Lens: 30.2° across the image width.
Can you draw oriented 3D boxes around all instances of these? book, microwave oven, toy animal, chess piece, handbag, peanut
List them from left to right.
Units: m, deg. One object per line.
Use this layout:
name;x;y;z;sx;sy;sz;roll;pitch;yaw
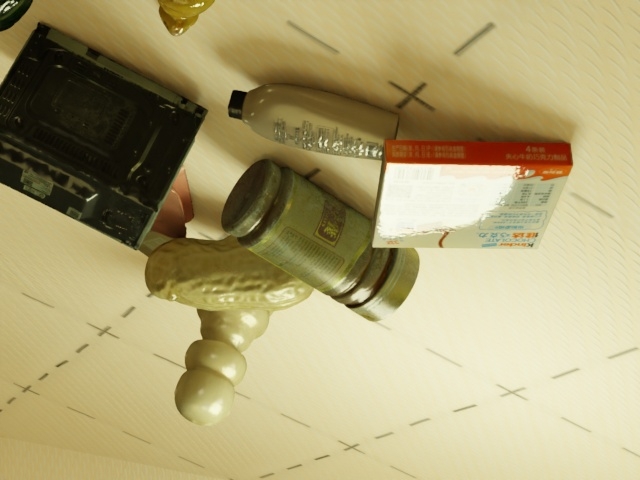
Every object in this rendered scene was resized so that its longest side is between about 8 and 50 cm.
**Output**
microwave oven;-0.356;-0.161;1.838;0.295;0.237;0.181;27;150;-8
handbag;-0.315;-0.082;2.141;0.157;0.059;0.212;14;153;7
book;-0.306;0.014;2.357;0.138;0.016;0.198;-11;141;42
toy animal;-0.189;-0.319;1.633;0.083;0.070;0.159;21;157;-9
chess piece;-0.200;0.224;2.373;0.167;0.300;0.167;13;151;7
peanut;-0.166;0.057;2.183;0.313;0.152;0.152;-1;152;-2

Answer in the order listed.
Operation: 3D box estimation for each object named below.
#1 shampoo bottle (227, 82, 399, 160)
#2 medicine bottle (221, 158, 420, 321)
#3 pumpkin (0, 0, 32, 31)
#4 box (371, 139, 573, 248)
shampoo bottle;-0.014;-0.178;1.764;0.256;0.078;0.127;12;154;4
medicine bottle;0.000;0.000;2.004;0.322;0.151;0.151;32;149;-24
pumpkin;-0.497;-0.362;1.639;0.211;0.152;0.211;-3;-179;0
box;0.220;-0.064;1.797;0.273;0.048;0.265;1;152;-3
